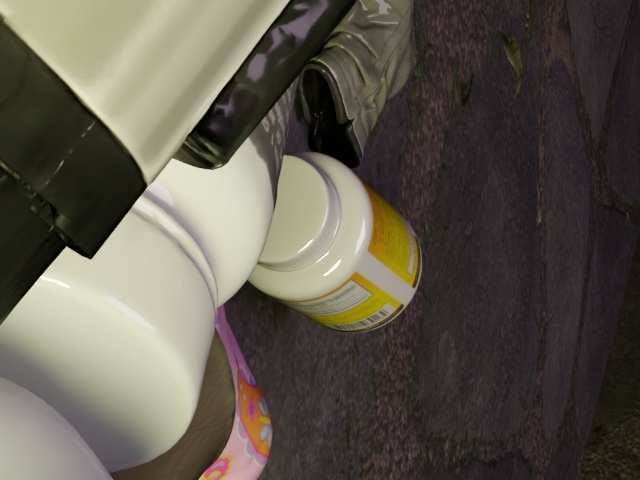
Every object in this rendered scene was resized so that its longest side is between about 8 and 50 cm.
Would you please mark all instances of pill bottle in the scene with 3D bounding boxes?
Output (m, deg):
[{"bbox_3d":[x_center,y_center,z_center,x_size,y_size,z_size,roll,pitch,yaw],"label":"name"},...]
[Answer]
[{"bbox_3d":[0.000,0.000,1.334,0.215,0.117,0.117,36,60,-67],"label":"pill bottle"},{"bbox_3d":[-0.112,-0.082,0.824,0.204,0.204,0.361,70,23,-49],"label":"pill bottle"}]

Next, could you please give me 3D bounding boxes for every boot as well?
[{"bbox_3d":[0.028,-0.190,1.433,0.161,0.083,0.246,-61,148,-38],"label":"boot"}]

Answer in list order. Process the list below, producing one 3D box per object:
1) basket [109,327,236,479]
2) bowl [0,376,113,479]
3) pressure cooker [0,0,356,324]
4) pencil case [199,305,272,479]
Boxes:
[{"bbox_3d":[-0.161,0.139,0.887,0.227,0.154,0.204,-58,160,-44],"label":"basket"},{"bbox_3d":[-0.212,0.123,0.640,0.134,0.298,0.298,63,13,17],"label":"bowl"},{"bbox_3d":[-0.151,-0.175,0.441,0.420,0.375,0.370,-54,170,-8],"label":"pressure cooker"},{"bbox_3d":[-0.113,0.048,1.048,0.284,0.124,0.124,74,29,-43],"label":"pencil case"}]
